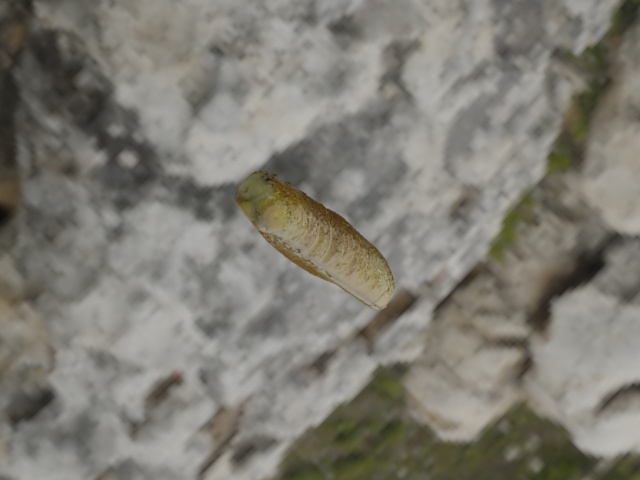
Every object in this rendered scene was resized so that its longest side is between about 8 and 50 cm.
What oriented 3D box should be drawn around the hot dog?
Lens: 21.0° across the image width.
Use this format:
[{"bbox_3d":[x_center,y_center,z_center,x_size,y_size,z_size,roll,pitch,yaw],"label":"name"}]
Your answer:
[{"bbox_3d":[0.001,0.001,1.770,0.068,0.083,0.289,-56,148,-4],"label":"hot dog"}]
